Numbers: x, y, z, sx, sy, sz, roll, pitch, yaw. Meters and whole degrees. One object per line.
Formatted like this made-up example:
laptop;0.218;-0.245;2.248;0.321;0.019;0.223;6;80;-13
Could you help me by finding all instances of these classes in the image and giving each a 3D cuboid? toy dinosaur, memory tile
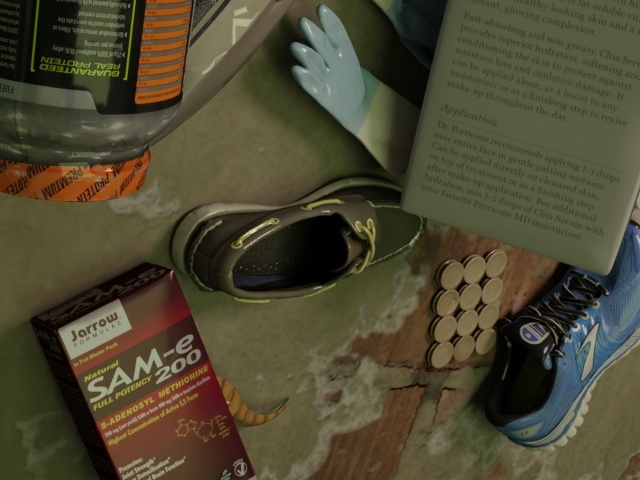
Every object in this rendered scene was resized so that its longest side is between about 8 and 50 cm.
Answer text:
toy dinosaur;-0.104;0.177;1.232;0.112;0.064;0.211;-51;134;-8
memory tile;0.181;0.084;1.454;0.113;0.012;0.148;-14;120;-34

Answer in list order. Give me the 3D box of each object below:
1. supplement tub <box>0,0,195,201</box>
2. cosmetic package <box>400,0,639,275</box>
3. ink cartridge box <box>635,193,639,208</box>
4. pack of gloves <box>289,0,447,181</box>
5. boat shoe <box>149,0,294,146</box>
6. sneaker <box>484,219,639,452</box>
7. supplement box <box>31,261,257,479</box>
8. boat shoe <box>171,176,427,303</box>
supplement tub;-0.188;-0.201;0.879;0.193;0.193;0.316;-5;114;-38
cosmetic package;0.248;-0.222;1.150;0.161;0.230;0.453;-45;151;-60
ink cartridge box;0.350;-0.155;1.390;0.128;0.127;0.176;-42;132;-14
pack of gloves;0.053;-0.202;1.196;0.232;0.046;0.195;40;73;-47
boat shoe;-0.097;-0.247;0.999;0.340;0.158;0.127;-48;179;18
sneaker;0.320;0.118;1.505;0.147;0.130;0.330;22;97;-47
supplement box;-0.164;0.156;1.118;0.130;0.073;0.239;-28;108;-26
boat shoe;-0.001;0.004;1.208;0.305;0.091;0.109;-9;117;-36
